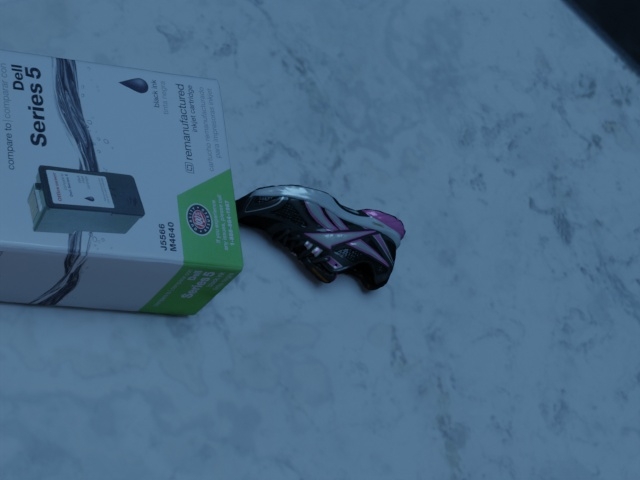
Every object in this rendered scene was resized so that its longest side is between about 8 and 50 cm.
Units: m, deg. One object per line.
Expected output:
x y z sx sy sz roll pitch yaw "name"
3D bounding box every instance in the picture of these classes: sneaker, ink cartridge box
0.000 0.000 1.904 0.178 0.072 0.077 14 69 -19 "sneaker"
-0.222 -0.051 1.758 0.273 0.115 0.198 5 63 -30 "ink cartridge box"
